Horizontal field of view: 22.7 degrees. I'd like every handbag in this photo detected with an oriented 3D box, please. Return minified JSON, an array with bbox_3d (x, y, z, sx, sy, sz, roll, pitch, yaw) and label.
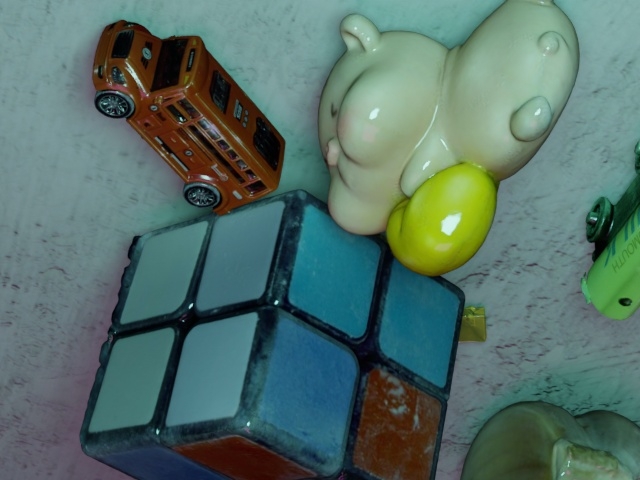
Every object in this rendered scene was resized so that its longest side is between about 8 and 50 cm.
[{"bbox_3d":[0.178,0.109,2.107,0.083,0.027,0.061,-1,139,9],"label":"handbag"}]

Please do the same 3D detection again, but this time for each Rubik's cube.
[{"bbox_3d":[-0.052,0.157,1.930,0.313,0.316,0.318,-15,144,44],"label":"Rubik's cube"}]

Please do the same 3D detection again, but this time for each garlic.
[{"bbox_3d":[0.325,0.363,2.219,0.231,0.246,0.340,14,126,-22],"label":"garlic"}]

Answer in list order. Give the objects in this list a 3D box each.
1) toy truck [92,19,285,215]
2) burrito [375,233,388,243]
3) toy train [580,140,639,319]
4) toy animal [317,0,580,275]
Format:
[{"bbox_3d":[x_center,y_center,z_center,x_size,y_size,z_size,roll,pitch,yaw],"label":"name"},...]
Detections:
[{"bbox_3d":[-0.147,-0.147,1.807,0.114,0.107,0.252,-17,135,27],"label":"toy truck"},{"bbox_3d":[0.000,0.000,1.998,0.186,0.045,0.041,13,150,0],"label":"burrito"},{"bbox_3d":[0.377,-0.016,1.813,0.105,0.157,0.253,18,140,-10],"label":"toy train"},{"bbox_3d":[0.101,-0.121,1.681,0.247,0.277,0.345,30,141,-2],"label":"toy animal"}]
